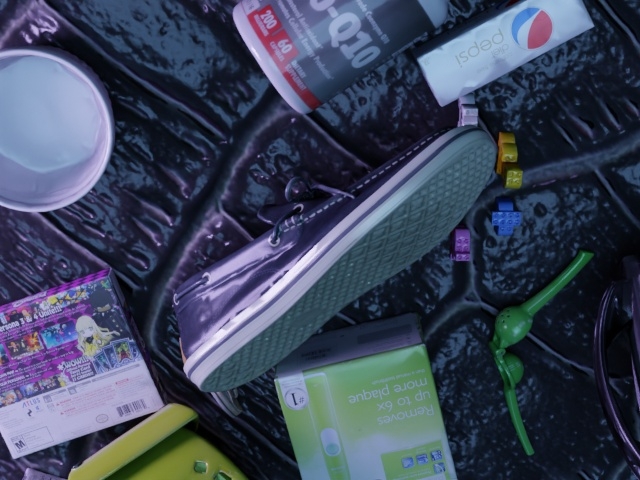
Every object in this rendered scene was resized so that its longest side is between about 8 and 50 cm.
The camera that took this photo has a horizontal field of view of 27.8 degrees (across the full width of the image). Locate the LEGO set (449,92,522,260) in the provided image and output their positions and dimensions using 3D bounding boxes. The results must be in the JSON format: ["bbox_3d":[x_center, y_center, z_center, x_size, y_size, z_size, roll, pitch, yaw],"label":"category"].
[{"bbox_3d":[0.220,-0.070,1.677,0.087,0.093,0.227,0,108,-2],"label":"LEGO set"}]

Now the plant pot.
[{"bbox_3d":[-0.206,0.349,1.705,0.227,0.228,0.207,-33,82,-12],"label":"plant pot"}]

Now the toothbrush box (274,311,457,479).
[{"bbox_3d":[0.069,0.265,1.773,0.206,0.122,0.283,-13,110,3],"label":"toothbrush box"}]

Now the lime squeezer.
[{"bbox_3d":[0.280,0.152,1.784,0.110,0.059,0.310,1,110,-34],"label":"lime squeezer"}]

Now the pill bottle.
[{"bbox_3d":[0.051,-0.292,1.562,0.283,0.161,0.161,-33,106,9],"label":"pill bottle"}]

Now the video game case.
[{"bbox_3d":[-0.353,0.170,1.771,0.232,0.042,0.210,-20,108,5],"label":"video game case"}]

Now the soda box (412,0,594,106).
[{"bbox_3d":[0.228,-0.255,1.628,0.216,0.069,0.074,-28,107,7],"label":"soda box"}]

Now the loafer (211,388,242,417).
[{"bbox_3d":[-0.141,0.188,1.783,0.039,0.045,0.125,-35,103,3],"label":"loafer"}]

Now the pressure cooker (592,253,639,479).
[{"bbox_3d":[0.557,0.163,1.621,0.421,0.370,0.375,-9,105,-2],"label":"pressure cooker"}]

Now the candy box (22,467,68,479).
[{"bbox_3d":[-0.352,0.434,1.844,0.196,0.070,0.164,17,107,-7],"label":"candy box"}]

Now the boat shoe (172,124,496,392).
[{"bbox_3d":[0.000,0.000,1.639,0.500,0.187,0.156,-38,64,20],"label":"boat shoe"}]

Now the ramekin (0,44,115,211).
[{"bbox_3d":[-0.357,-0.149,1.628,0.207,0.109,0.207,-1,109,-2],"label":"ramekin"}]
